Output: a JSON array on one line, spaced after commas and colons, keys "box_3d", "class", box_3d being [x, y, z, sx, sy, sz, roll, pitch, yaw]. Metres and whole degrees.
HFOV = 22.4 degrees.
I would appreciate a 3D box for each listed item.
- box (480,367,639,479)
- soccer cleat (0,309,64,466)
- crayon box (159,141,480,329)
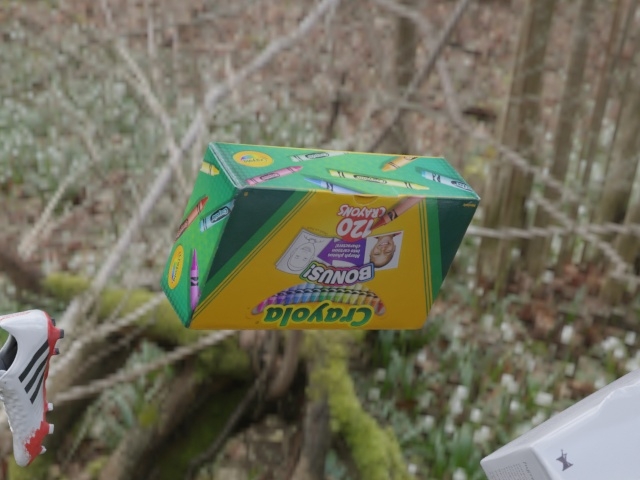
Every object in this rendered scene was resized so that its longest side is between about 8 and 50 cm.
[{"box_3d": [0.265, 0.215, 1.349, 0.181, 0.119, 0.182, -27, 85, -21], "class": "box"}, {"box_3d": [-0.153, 0.074, 0.814, 0.035, 0.083, 0.029, 2, 17, -29], "class": "soccer cleat"}, {"box_3d": [0.000, 0.000, 1.574, 0.278, 0.165, 0.081, 1, 35, -32], "class": "crayon box"}]
